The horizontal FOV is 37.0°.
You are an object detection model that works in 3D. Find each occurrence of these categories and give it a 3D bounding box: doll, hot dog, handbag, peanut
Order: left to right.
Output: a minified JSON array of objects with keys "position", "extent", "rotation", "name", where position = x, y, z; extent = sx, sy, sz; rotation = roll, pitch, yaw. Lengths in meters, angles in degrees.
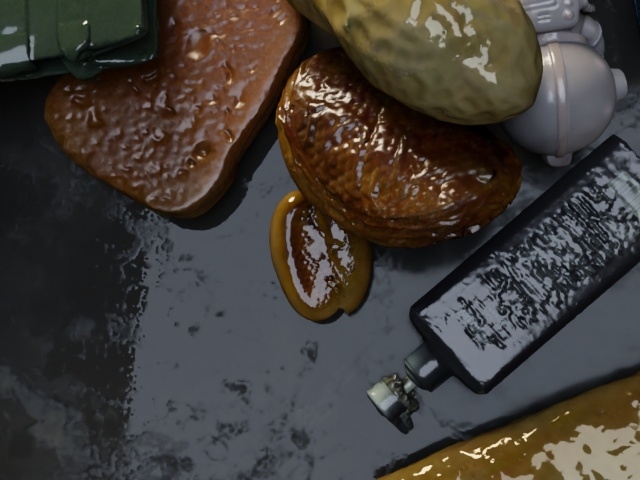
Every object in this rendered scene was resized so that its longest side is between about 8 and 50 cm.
[{"position":[-0.266,-0.256,0.850],"extent":[0.248,0.079,0.260],"rotation":[-7,73,7],"name":"handbag"},{"position":[-0.002,0.001,0.860],"extent":[0.090,0.060,0.140],"rotation":[-18,88,-1],"name":"hot dog"},{"position":[0.060,-0.205,0.783],"extent":[0.149,0.149,0.313],"rotation":[-40,57,-1],"name":"peanut"},{"position":[0.066,-0.077,0.812],"extent":[0.160,0.099,0.227],"rotation":[-29,52,-23],"name":"hot dog"},{"position":[0.192,-0.206,0.827],"extent":[0.151,0.151,0.287],"rotation":[-7,85,4],"name":"doll"}]

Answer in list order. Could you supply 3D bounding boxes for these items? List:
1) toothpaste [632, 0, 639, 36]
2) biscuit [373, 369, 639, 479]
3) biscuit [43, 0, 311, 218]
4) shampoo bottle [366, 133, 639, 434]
[{"position":[0.302,-0.308,0.864],"extent":[0.053,0.066,0.272],"rotation":[-6,82,5],"name":"toothpaste"},{"position":[0.323,0.312,0.762],"extent":[0.446,0.104,0.429],"rotation":[-23,81,3],"name":"biscuit"},{"position":[-0.157,-0.179,0.899],"extent":[0.262,0.052,0.277],"rotation":[25,84,11],"name":"biscuit"},{"position":[0.167,0.046,0.828],"extent":[0.309,0.071,0.098],"rotation":[-40,82,-1],"name":"shampoo bottle"}]
